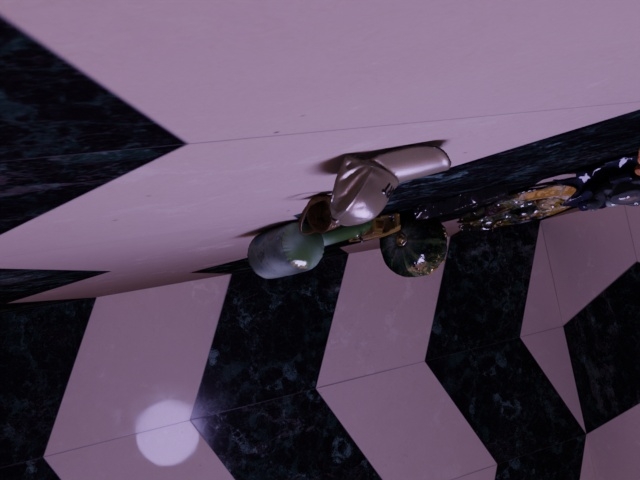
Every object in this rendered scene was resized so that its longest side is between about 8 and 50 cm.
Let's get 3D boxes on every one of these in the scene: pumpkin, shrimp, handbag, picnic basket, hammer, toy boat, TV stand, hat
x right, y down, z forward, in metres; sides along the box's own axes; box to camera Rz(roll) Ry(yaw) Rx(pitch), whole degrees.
[{"bbox_3d":[0.252,0.010,1.769,0.146,0.191,0.190,1,169,-39],"label":"pumpkin"},{"bbox_3d":[0.565,-0.096,1.870,0.272,0.085,0.444,1,166,-44],"label":"shrimp"},{"bbox_3d":[0.725,-0.139,1.484,0.269,0.119,0.325,-6,172,-40],"label":"handbag"},{"bbox_3d":[-0.006,-0.045,1.135,0.072,0.072,0.083,-15,-177,45],"label":"picnic basket"},{"bbox_3d":[0.000,0.000,1.589,0.335,0.119,0.206,-16,-179,-36],"label":"hammer"},{"bbox_3d":[0.138,-0.035,1.733,0.077,0.057,0.200,1,170,-42],"label":"toy boat"},{"bbox_3d":[0.344,-0.093,1.606,0.249,0.036,0.042,-15,173,39],"label":"TV stand"},{"bbox_3d":[0.094,-0.073,0.896,0.175,0.085,0.147,-10,175,4],"label":"hat"}]

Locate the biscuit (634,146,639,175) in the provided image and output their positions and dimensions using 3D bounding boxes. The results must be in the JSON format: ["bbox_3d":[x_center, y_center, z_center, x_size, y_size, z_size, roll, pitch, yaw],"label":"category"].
[{"bbox_3d":[0.678,-0.158,1.291,0.102,0.019,0.130,12,153,17],"label":"biscuit"}]
